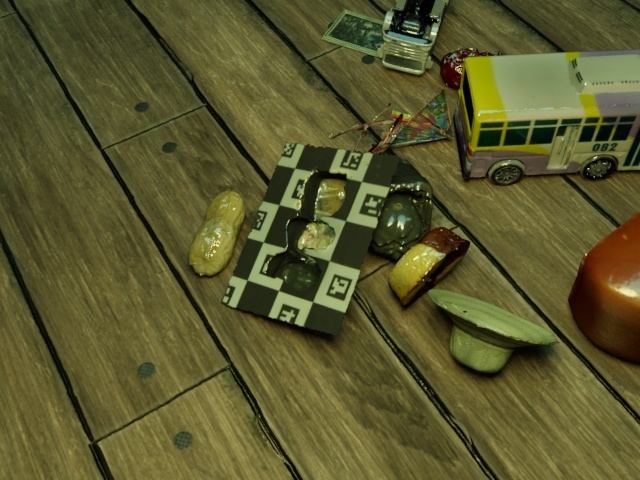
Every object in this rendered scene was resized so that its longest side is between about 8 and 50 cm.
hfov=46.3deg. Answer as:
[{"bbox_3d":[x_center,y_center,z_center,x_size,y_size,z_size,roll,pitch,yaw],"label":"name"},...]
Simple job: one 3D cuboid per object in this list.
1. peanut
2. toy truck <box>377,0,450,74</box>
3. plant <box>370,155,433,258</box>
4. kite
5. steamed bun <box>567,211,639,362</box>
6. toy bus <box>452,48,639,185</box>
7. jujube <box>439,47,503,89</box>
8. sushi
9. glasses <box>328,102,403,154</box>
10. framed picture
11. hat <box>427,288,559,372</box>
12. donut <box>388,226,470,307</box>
[{"bbox_3d":[-0.214,-0.018,1.589,0.099,0.099,0.214,11,49,11],"label":"peanut"},{"bbox_3d":[0.256,-0.587,1.920,0.146,0.175,0.367,16,57,9],"label":"toy truck"},{"bbox_3d":[0.160,-0.070,1.564,0.142,0.164,0.256,1,42,3],"label":"plant"},{"bbox_3d":[0.250,-0.284,1.788,0.183,0.014,0.241,25,64,32],"label":"kite"},{"bbox_3d":[0.670,0.070,1.382,0.379,0.235,0.248,-30,55,-18],"label":"steamed bun"},{"bbox_3d":[0.530,-0.282,1.640,0.440,0.249,0.209,-2,54,2],"label":"toy bus"},{"bbox_3d":[0.376,-0.418,1.847,0.166,0.104,0.104,3,54,-1],"label":"jujube"},{"bbox_3d":[0.000,0.000,1.517,0.296,0.100,0.373,12,76,35],"label":"sushi"},{"bbox_3d":[0.087,-0.203,1.659,0.095,0.162,0.255,40,61,12],"label":"glasses"},{"bbox_3d":[0.113,-0.560,2.014,0.183,0.011,0.142,22,58,18],"label":"framed picture"},{"bbox_3d":[0.301,0.187,1.387,0.252,0.252,0.110,23,100,18],"label":"hat"},{"bbox_3d":[0.208,0.047,1.467,0.184,0.166,0.073,-42,75,-9],"label":"donut"}]
